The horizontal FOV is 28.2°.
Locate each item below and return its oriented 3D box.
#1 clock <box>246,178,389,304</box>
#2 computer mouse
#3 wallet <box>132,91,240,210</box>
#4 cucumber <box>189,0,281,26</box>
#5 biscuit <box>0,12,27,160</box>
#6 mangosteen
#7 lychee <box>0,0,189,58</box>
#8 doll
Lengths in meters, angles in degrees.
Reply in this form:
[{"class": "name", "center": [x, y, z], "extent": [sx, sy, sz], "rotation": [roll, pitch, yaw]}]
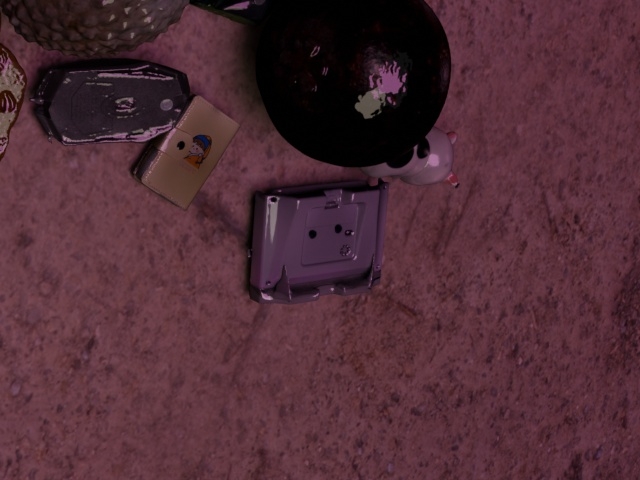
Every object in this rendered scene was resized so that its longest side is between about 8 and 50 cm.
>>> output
[{"class": "clock", "center": [0.000, 0.000, 2.051], "extent": [0.253, 0.083, 0.186], "rotation": [-8, 112, -32]}, {"class": "computer mouse", "center": [-0.294, -0.202, 1.782], "extent": [0.231, 0.071, 0.126], "rotation": [-8, 127, -21]}, {"class": "wallet", "center": [-0.200, -0.133, 1.890], "extent": [0.110, 0.039, 0.155], "rotation": [35, 87, -42]}, {"class": "cucumber", "center": [-0.090, -0.377, 1.851], "extent": [0.193, 0.086, 0.115], "rotation": [-51, 126, -15]}, {"class": "biscuit", "center": [-0.491, -0.189, 1.666], "extent": [0.208, 0.041, 0.290], "rotation": [5, 106, -35]}, {"class": "mangosteen", "center": [0.052, -0.244, 1.878], "extent": [0.297, 0.297, 0.313], "rotation": [-55, 163, -4]}, {"class": "lychee", "center": [-0.287, -0.357, 1.611], "extent": [0.274, 0.255, 0.255], "rotation": [-35, 126, 5]}, {"class": "doll", "center": [0.140, -0.147, 2.079], "extent": [0.181, 0.107, 0.110], "rotation": [13, 79, -43]}]
